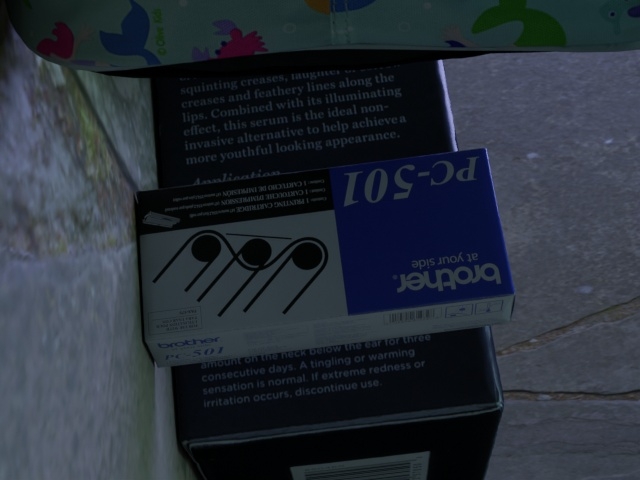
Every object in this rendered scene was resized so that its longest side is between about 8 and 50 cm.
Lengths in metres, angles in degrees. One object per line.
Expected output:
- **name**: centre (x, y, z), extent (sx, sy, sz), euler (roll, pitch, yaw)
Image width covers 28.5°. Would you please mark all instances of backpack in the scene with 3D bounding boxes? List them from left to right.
- **backpack**: centre (0.001, -0.157, 0.446), extent (0.225, 0.254, 0.191), euler (-92, 171, -57)

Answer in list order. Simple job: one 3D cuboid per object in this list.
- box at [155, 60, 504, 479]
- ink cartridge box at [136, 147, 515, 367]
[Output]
- **box**: centre (0.000, 0.000, 0.989), extent (0.293, 0.212, 0.395), euler (82, 1, -65)
- **ink cartridge box**: centre (0.001, 0.010, 0.730), extent (0.046, 0.207, 0.097), euler (83, 0, -63)
